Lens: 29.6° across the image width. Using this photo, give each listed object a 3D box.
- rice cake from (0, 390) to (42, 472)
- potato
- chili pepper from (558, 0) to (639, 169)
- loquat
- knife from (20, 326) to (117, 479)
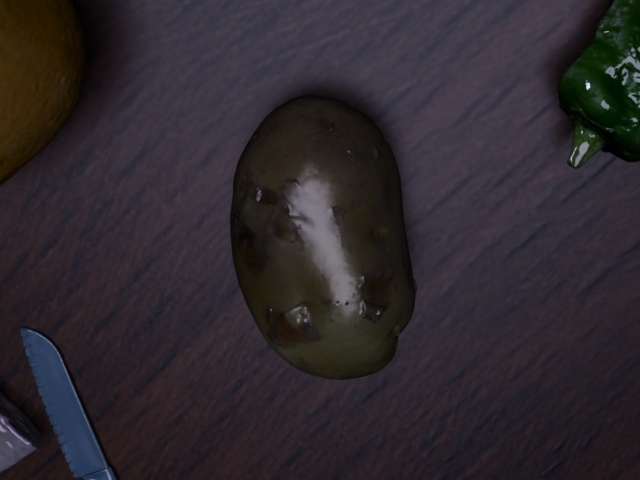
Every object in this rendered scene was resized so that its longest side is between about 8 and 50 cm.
[{"bbox_3d":[-0.428,0.244,1.229,0.298,0.050,0.106,-35,100,11],"label":"rice cake"},{"bbox_3d":[0.000,0.000,1.099,0.165,0.165,0.262,-12,96,6],"label":"potato"},{"bbox_3d":[0.304,-0.173,1.063,0.136,0.099,0.270,38,98,-15],"label":"chili pepper"},{"bbox_3d":[-0.340,-0.154,1.023,0.275,0.275,0.275,1,103,3],"label":"loquat"},{"bbox_3d":[-0.235,0.228,1.234,0.044,0.019,0.313,-19,100,10],"label":"knife"}]
